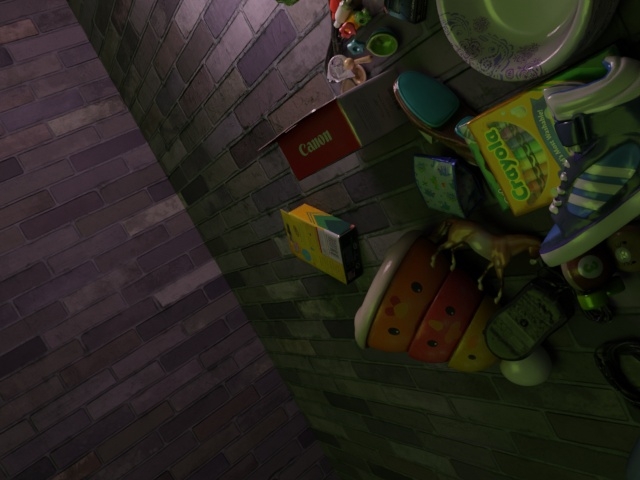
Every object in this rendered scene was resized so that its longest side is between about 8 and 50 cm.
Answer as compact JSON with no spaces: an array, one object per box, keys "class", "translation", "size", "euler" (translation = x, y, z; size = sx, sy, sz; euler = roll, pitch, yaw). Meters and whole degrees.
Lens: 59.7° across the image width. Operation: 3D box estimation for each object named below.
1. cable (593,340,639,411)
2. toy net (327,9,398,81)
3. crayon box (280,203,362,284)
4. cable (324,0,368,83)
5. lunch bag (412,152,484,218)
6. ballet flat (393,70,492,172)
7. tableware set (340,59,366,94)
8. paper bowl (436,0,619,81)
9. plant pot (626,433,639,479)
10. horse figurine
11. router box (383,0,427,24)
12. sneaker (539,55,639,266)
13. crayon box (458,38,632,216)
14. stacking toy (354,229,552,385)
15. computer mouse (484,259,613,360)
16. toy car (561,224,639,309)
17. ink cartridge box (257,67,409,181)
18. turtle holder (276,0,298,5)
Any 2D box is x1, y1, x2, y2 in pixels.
[{"class":"cable","translation":[0.681,0.291,1.182],"size":[0.184,0.047,0.150],"euler":[58,147,5]},{"class":"toy net","translation":[0.074,-0.440,1.323],"size":[0.232,0.122,0.045],"euler":[-31,48,50]},{"class":"crayon box","translation":[0.000,0.000,1.930],"size":[0.319,0.081,0.202],"euler":[27,139,43]},{"class":"cable","translation":[0.033,-0.511,1.372],"size":[0.139,0.072,0.287],"euler":[54,150,12]},{"class":"lunch bag","translation":[0.290,-0.139,1.293],"size":[0.129,0.096,0.151],"euler":[20,156,48]},{"class":"ballet flat","translation":[0.294,-0.241,1.217],"size":[0.342,0.116,0.124],"euler":[38,164,25]},{"class":"tableware set","translation":[0.112,-0.376,1.440],"size":[0.168,0.020,0.141],"euler":[52,152,11]},{"class":"paper bowl","translation":[0.339,-0.416,0.902],"size":[0.284,0.148,0.284],"euler":[39,147,32]},{"class":"plant pot","translation":[0.710,0.389,0.962],"size":[0.341,0.341,0.334],"euler":[37,154,34]},{"class":"horse figurine","translation":[0.362,0.021,1.289],"size":[0.263,0.066,0.174],"euler":[33,119,27]},{"class":"router box","translation":[0.179,-0.526,1.163],"size":[0.092,0.038,0.122],"euler":[36,145,34]},{"class":"sneaker","translation":[0.414,-0.130,0.884],"size":[0.236,0.130,0.323],"euler":[52,137,13]},{"class":"crayon box","translation":[0.411,-0.177,0.992],"size":[0.323,0.083,0.203],"euler":[-25,97,43]},{"class":"stacking toy","translation":[0.360,0.212,1.425],"size":[0.480,0.350,0.350],"euler":[26,142,17]},{"class":"computer mouse","translation":[0.492,0.168,1.254],"size":[0.272,0.072,0.188],"euler":[-46,71,27]},{"class":"toy car","translation":[0.554,0.022,1.022],"size":[0.188,0.149,0.155],"euler":[-28,84,51]},{"class":"ink cartridge box","translation":[0.033,-0.263,1.371],"size":[0.130,0.272,0.309],"euler":[61,150,-7]},{"class":"turtle holder","translation":[-0.008,-0.646,1.124],"size":[0.320,0.227,0.243],"euler":[4,116,58]}]
